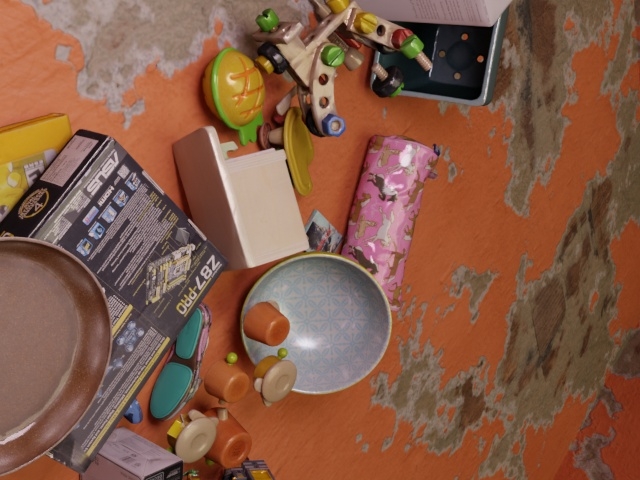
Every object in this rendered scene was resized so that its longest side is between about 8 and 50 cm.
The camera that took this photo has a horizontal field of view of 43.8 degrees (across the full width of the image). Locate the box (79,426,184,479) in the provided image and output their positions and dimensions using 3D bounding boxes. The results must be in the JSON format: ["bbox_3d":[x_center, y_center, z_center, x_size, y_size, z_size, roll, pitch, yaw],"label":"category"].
[{"bbox_3d":[-0.323,0.483,1.339,0.087,0.169,0.289,-10,109,-51],"label":"box"}]

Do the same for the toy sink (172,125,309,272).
[{"bbox_3d":[-0.131,-0.076,1.322,0.131,0.153,0.234,-19,94,-32],"label":"toy sink"}]

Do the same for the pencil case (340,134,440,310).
[{"bbox_3d":[0.144,-0.037,1.747,0.160,0.167,0.385,-14,120,-89],"label":"pencil case"}]

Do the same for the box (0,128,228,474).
[{"bbox_3d":[-0.340,0.091,1.132,0.394,0.097,0.318,-58,136,-18],"label":"box"}]

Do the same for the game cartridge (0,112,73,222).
[{"bbox_3d":[-0.442,0.011,1.107,0.285,0.053,0.323,-29,120,-44],"label":"game cartridge"}]

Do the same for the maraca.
[{"bbox_3d":[-0.141,-0.246,1.368,0.185,0.099,0.127,62,42,-52],"label":"maraca"}]

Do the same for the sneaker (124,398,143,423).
[{"bbox_3d":[-0.350,0.263,1.324,0.059,0.053,0.144,-50,127,-29],"label":"sneaker"}]

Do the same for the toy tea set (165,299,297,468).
[{"bbox_3d":[-0.164,0.264,1.470,0.336,0.124,0.200,-55,139,-12],"label":"toy tea set"}]

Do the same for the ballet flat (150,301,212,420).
[{"bbox_3d":[-0.238,0.219,1.434,0.079,0.077,0.221,24,82,-65],"label":"ballet flat"}]

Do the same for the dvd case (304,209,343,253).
[{"bbox_3d":[0.000,0.000,1.693,0.087,0.013,0.119,-62,141,-16],"label":"dvd case"}]

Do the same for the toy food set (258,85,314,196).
[{"bbox_3d":[-0.069,-0.184,1.512,0.128,0.071,0.217,-68,151,-49],"label":"toy food set"}]

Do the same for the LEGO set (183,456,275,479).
[{"bbox_3d":[-0.201,0.572,1.557,0.255,0.192,0.331,-5,105,-20],"label":"LEGO set"}]

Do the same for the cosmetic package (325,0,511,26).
[{"bbox_3d":[0.181,-0.515,1.455,0.197,0.366,0.155,-51,135,-24],"label":"cosmetic package"}]

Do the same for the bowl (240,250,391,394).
[{"bbox_3d":[-0.011,0.144,1.588,0.156,0.290,0.289,-101,-166,-75],"label":"bowl"}]

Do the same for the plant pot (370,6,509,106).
[{"bbox_3d":[0.280,-0.417,1.722,0.252,0.247,0.247,-10,111,-67],"label":"plant pot"}]

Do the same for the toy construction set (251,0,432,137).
[{"bbox_3d":[0.002,-0.360,1.405,0.257,0.308,0.237,-40,119,17],"label":"toy construction set"}]

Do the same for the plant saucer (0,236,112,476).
[{"bbox_3d":[-0.403,0.142,0.972,0.311,0.050,0.310,-19,117,-42],"label":"plant saucer"}]
